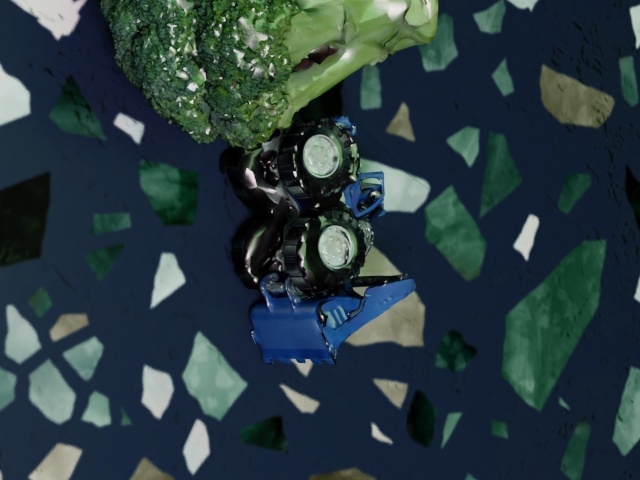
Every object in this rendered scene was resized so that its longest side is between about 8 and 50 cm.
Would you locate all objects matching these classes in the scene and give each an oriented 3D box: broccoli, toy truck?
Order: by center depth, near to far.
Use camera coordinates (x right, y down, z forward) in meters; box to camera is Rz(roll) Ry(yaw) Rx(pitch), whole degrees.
[{"bbox_3d":[-0.041,-0.198,1.515,0.270,0.270,0.270,2,85,-7],"label":"broccoli"},{"bbox_3d":[0.000,0.000,1.623,0.126,0.113,0.208,-4,90,-36],"label":"toy truck"}]
